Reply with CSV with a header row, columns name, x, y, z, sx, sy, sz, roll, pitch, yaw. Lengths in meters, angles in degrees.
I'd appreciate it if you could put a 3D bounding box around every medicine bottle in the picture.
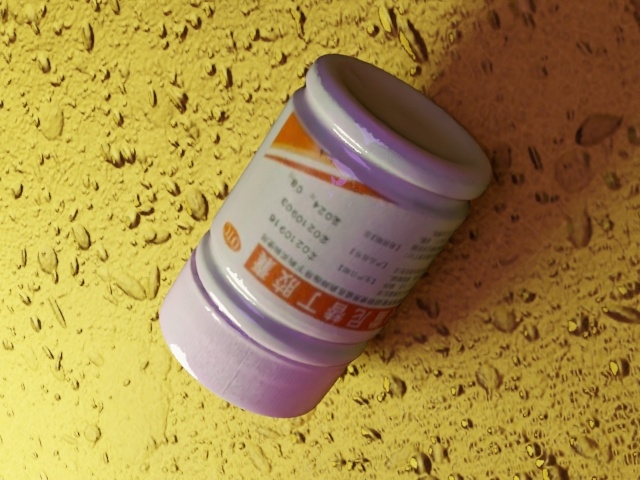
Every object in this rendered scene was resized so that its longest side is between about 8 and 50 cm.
name,x,y,z,sx,sy,sz,roll,pitch,yaw
medicine bottle,0.000,0.000,0.995,0.202,0.202,0.316,44,116,21
